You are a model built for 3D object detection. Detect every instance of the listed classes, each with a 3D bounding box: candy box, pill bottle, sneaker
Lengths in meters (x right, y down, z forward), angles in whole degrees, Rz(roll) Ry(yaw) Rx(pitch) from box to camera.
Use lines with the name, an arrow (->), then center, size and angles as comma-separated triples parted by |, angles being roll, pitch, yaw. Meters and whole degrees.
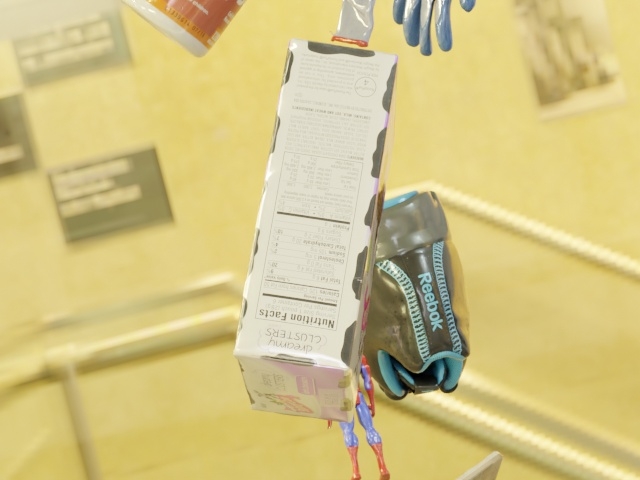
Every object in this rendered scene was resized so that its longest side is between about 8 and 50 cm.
candy box -> 0.000, 0.000, 1.132 | 0.070, 0.196, 0.165 | 8, -16, 3
pill bottle -> -0.115, -0.319, 2.026 | 0.216, 0.121, 0.121 | -53, 6, 1
sneaker -> 0.050, 0.076, 1.514 | 0.125, 0.139, 0.341 | -18, -14, -7

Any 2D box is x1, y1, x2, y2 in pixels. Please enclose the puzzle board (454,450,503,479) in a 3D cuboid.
puzzle board -> 0.025, 0.146, 0.733 | 0.011, 0.128, 0.096 | 39, 49, 25

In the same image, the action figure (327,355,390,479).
action figure -> 0.023, 0.122, 1.339 | 0.038, 0.115, 0.030 | -7, -24, -10

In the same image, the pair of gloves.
pair of gloves -> 0.068, -0.236, 1.544 | 0.023, 0.159, 0.198 | 9, 1, -37
